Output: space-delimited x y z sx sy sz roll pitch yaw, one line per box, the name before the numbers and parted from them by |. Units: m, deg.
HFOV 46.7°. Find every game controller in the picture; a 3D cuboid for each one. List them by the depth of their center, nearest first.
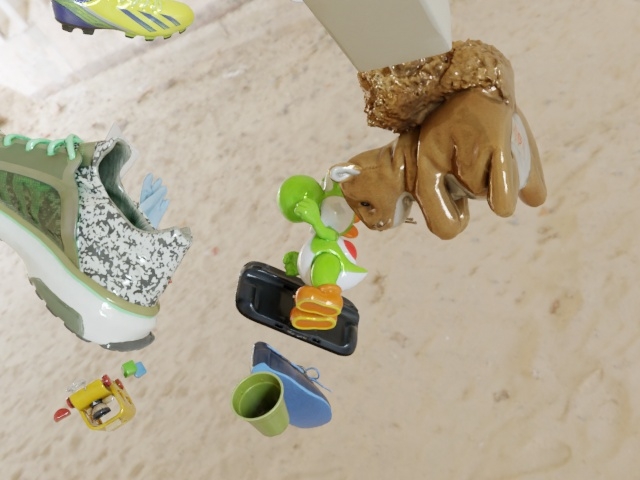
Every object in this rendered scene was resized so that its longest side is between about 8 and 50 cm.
game controller | -0.049 0.160 1.740 0.067 0.319 0.166 -48 24 46

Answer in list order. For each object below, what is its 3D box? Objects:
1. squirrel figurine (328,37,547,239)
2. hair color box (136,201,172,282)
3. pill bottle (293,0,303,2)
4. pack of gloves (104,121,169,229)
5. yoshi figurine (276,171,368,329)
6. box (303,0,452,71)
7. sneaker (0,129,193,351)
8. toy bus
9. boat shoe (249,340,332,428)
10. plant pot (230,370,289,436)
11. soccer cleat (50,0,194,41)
squirrel figurine | 0.201 -0.193 1.452 0.370 0.397 0.281 -9 10 31
hair color box | -0.368 0.007 1.601 0.053 0.167 0.093 -17 29 1
pill bottle | -0.026 -0.467 1.129 0.161 0.161 0.283 -30 30 15
pack of gloves | -0.353 -0.088 1.389 0.046 0.195 0.232 -16 36 24
yoshi figurine | -0.028 -0.001 1.636 0.203 0.203 0.362 -13 57 31
box | 0.016 -0.248 0.564 0.094 0.275 0.113 -9 67 24
sneaker | -0.299 -0.068 0.871 0.182 0.410 0.158 -48 -10 8
toy bus | -0.472 0.364 1.619 0.202 0.104 0.191 -18 -21 -51
boat shoe | -0.045 0.261 1.360 0.109 0.258 0.089 -21 49 6
plant pot | -0.082 0.253 1.111 0.083 0.079 0.083 -13 42 12
soccer cleat | -0.394 -0.479 1.503 0.289 0.121 0.093 -4 43 -24
